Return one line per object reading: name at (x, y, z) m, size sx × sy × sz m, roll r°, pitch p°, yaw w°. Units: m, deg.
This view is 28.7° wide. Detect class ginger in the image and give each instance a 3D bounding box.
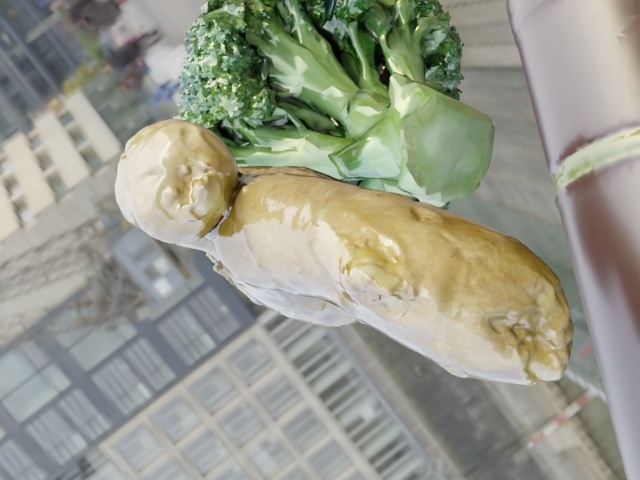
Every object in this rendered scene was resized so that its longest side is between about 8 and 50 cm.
ginger at (0.010, 0.004, 0.461) m, size 0.214 × 0.059 × 0.133 m, roll 19°, pitch 173°, yaw 36°

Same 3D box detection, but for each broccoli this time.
broccoli at (0.018, -0.081, 0.944) m, size 0.270 × 0.270 × 0.270 m, roll 55°, pitch 163°, yaw -28°

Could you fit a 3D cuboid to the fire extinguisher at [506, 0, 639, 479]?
fire extinguisher at (0.156, 0.025, 0.440) m, size 0.105 × 0.141 × 0.342 m, roll 19°, pitch -124°, yaw -60°
